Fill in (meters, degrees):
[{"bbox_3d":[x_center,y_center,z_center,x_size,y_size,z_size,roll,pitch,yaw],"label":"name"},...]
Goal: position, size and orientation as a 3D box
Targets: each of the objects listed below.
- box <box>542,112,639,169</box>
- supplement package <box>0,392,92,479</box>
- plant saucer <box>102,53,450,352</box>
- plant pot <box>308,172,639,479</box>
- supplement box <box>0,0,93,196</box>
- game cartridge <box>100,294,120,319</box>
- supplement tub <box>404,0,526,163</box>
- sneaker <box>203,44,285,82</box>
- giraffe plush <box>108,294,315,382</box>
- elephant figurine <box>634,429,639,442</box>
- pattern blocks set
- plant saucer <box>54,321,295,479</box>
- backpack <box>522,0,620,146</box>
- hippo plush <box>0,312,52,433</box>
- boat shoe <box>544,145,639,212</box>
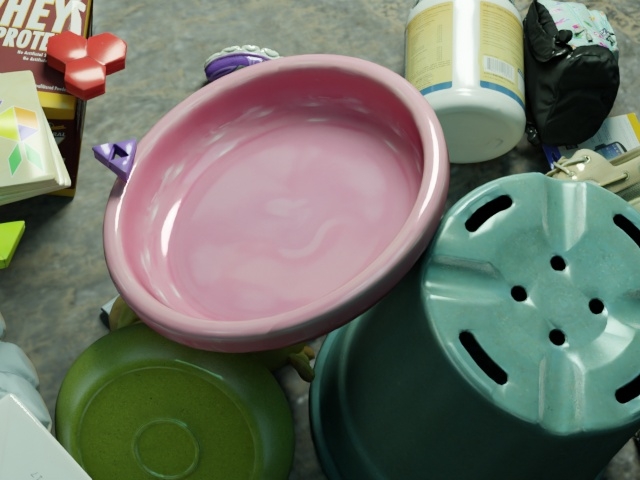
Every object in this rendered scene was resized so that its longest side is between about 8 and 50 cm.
[{"bbox_3d":[0.339,-0.106,1.568,0.136,0.028,0.081,-12,68,-14],"label":"box"},{"bbox_3d":[-0.277,0.292,1.105,0.177,0.293,0.175,45,64,11],"label":"supplement package"},{"bbox_3d":[-0.037,-0.029,1.186,0.332,0.084,0.332,-11,50,13],"label":"plant saucer"},{"bbox_3d":[0.184,0.117,1.259,0.341,0.334,0.341,5,63,-9],"label":"plant pot"},{"bbox_3d":[-0.320,-0.179,1.379,0.129,0.194,0.191,6,64,-8],"label":"supplement box"},{"bbox_3d":[-0.190,0.087,1.378,0.056,0.017,0.083,-37,77,-28],"label":"game cartridge"},{"bbox_3d":[0.171,-0.208,1.517,0.144,0.144,0.200,7,64,-8],"label":"supplement tub"},{"bbox_3d":[-0.056,-0.181,1.506,0.170,0.068,0.071,13,69,-5],"label":"sneaker"},{"bbox_3d":[-0.091,0.080,1.327,0.170,0.210,0.181,43,39,-39],"label":"giraffe plush"},{"bbox_3d":[0.421,0.177,1.386,0.169,0.186,0.239,41,28,-28],"label":"elephant figurine"},{"bbox_3d":[-0.337,-0.091,1.197,0.325,0.026,0.285,-2,57,-12],"label":"pattern blocks set"},{"bbox_3d":[-0.146,0.195,1.230,0.241,0.241,0.037,22,20,0],"label":"plant saucer"},{"bbox_3d":[0.299,-0.214,1.552,0.115,0.152,0.182,10,38,-12],"label":"backpack"},{"bbox_3d":[-0.411,0.159,1.200,0.236,0.294,0.234,-34,113,-1],"label":"hippo plush"},{"bbox_3d":[0.300,-0.056,1.476,0.302,0.109,0.098,-14,95,-22],"label":"boat shoe"}]
